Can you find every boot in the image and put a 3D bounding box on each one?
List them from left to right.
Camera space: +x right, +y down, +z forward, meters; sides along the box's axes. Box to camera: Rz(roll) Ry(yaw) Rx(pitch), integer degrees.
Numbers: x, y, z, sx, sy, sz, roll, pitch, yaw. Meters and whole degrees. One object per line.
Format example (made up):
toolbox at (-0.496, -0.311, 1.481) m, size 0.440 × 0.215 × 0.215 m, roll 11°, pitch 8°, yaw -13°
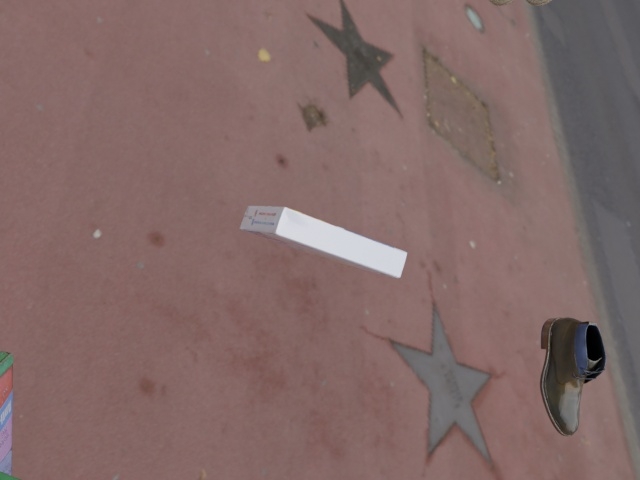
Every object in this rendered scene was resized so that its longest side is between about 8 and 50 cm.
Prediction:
boot at (0.464, 0.248, 1.322) m, size 0.082 × 0.106 × 0.219 m, roll 1°, pitch 79°, yaw -24°

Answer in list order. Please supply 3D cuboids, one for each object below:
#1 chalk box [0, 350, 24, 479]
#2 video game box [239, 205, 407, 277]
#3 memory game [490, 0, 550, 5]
chalk box at (-0.344, 0.186, 0.538) m, size 0.180 × 0.288 × 0.179 m, roll -85°, pitch -179°, yaw -75°
video game box at (0.000, 0.000, 1.096) m, size 0.205 × 0.187 × 0.048 m, roll 20°, pitch 83°, yaw -22°
memory game at (0.208, -0.313, 0.692) m, size 0.012 × 0.186 × 0.186 m, roll 10°, pitch 58°, yaw -53°
